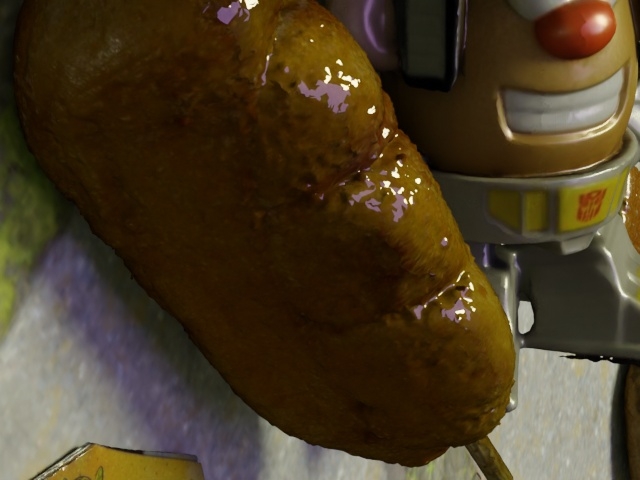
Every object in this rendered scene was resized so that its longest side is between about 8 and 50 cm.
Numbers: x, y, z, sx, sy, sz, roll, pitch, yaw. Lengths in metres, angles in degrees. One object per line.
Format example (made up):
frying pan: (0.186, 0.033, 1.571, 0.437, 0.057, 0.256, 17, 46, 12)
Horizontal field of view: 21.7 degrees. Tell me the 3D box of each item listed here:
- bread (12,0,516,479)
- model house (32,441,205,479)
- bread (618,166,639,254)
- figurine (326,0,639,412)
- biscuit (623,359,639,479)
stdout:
bread: (0.000, 0.002, 0.672, 0.344, 0.124, 0.084, 52, 30, -40)
model house: (-0.042, 0.183, 0.613, 0.207, 0.136, 0.219, 36, 63, -55)
bread: (0.204, -0.001, 1.141, 0.090, 0.035, 0.094, 31, 66, -59)
figurine: (0.089, -0.069, 0.808, 0.308, 0.143, 0.308, -13, 107, -49)
biscuit: (0.279, 0.123, 1.283, 0.226, 0.042, 0.226, -6, 97, -61)
